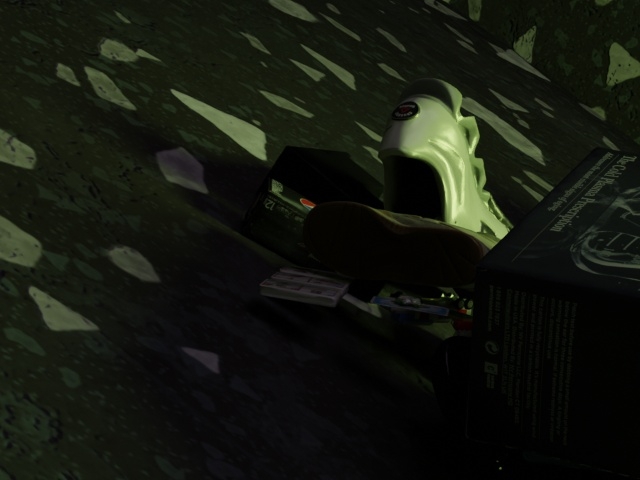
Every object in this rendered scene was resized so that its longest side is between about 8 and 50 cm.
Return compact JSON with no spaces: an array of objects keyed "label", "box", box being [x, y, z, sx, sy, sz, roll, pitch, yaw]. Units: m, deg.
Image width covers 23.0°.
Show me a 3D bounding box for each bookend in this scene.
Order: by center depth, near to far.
[{"label":"bookend","box":[0.032,-0.037,1.881,0.156,0.072,0.157,40,18,21]}]

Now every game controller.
[{"label":"game controller","box":[0.227,0.185,1.549,0.319,0.067,0.166,15,57,-46]}]

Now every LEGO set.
[{"label":"LEGO set","box":[0.068,0.074,1.597,0.244,0.060,0.182,9,7,6]}]

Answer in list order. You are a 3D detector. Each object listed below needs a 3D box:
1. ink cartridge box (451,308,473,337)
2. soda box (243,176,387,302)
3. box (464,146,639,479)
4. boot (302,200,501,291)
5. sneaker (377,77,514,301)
[{"label":"ink cartridge box","box":[0.202,0.122,1.702,0.092,0.090,0.143,29,17,-7]},{"label":"soda box","box":[0.000,0.000,1.741,0.169,0.060,0.053,30,18,-10]},{"label":"box","box":[0.341,0.067,1.432,0.313,0.179,0.343,12,26,24]},{"label":"boot","box":[0.103,0.011,1.679,0.213,0.077,0.165,12,2,29]},{"label":"sneaker","box":[0.140,-0.009,1.817,0.146,0.122,0.330,-54,127,-42]}]
